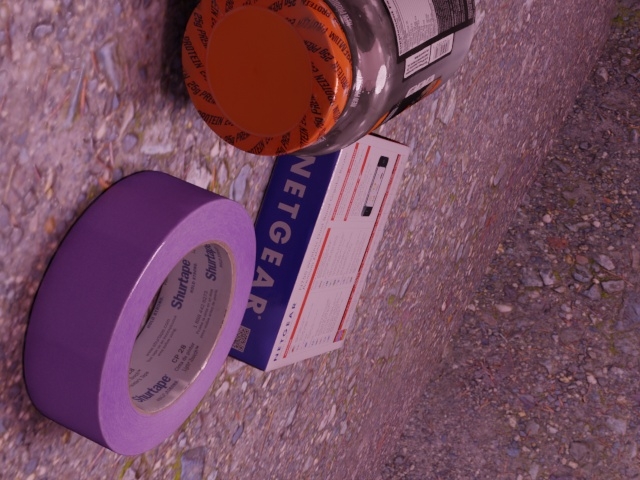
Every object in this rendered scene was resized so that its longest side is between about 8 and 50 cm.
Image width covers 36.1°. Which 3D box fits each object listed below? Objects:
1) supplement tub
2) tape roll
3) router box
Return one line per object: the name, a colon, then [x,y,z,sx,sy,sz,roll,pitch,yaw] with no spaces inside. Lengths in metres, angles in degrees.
supplement tub: [0.016,-0.210,1.015,0.338,0.207,0.207,-37,144,-55]
tape roll: [-0.172,0.073,0.990,0.275,0.090,0.275,-54,156,-38]
router box: [0.000,0.000,1.385,0.301,0.082,0.335,1,110,-70]
